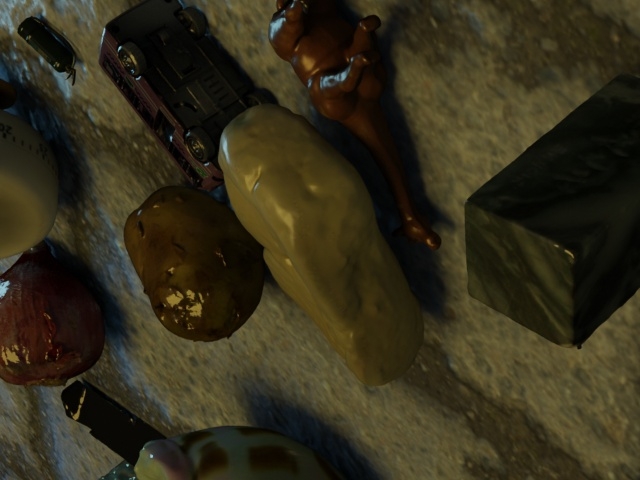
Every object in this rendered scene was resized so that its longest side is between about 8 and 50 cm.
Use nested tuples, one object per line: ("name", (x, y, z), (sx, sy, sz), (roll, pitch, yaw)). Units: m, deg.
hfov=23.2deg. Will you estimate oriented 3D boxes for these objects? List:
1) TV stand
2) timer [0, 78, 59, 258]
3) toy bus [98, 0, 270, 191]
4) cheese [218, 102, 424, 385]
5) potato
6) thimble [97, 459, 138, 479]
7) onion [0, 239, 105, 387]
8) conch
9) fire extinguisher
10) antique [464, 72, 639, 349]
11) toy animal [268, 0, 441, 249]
("TV stand", (-0.252, 0.266, 2.089), (0.256, 0.040, 0.049), (29, 143, 35))
("timer", (-0.417, -0.044, 1.772), (0.233, 0.233, 0.240), (115, 158, -58))
("toy bus", (-0.121, -0.131, 1.428), (0.178, 0.087, 0.098), (52, 153, 7))
("cheese", (0.001, -0.001, 1.343), (0.159, 0.093, 0.263), (41, 164, 47))
("potato", (-0.123, 0.021, 1.562), (0.137, 0.137, 0.176), (100, 148, -53))
("thimble", (-0.247, 0.426, 2.151), (0.196, 0.148, 0.229), (31, 146, 32))
("onion", (-0.350, 0.087, 1.946), (0.159, 0.159, 0.195), (-35, 63, 61))
("conch", (-0.031, 0.339, 1.707), (0.368, 0.197, 0.249), (56, -172, -16))
("fire extinguisher", (-0.281, -0.202, 1.637), (0.083, 0.025, 0.038), (45, 127, 13))
("antique", (0.183, -0.026, 1.007), (0.088, 0.183, 0.086), (28, 143, 34))
("toy animal", (0.034, -0.107, 1.250), (0.224, 0.066, 0.229), (50, 164, 15))
